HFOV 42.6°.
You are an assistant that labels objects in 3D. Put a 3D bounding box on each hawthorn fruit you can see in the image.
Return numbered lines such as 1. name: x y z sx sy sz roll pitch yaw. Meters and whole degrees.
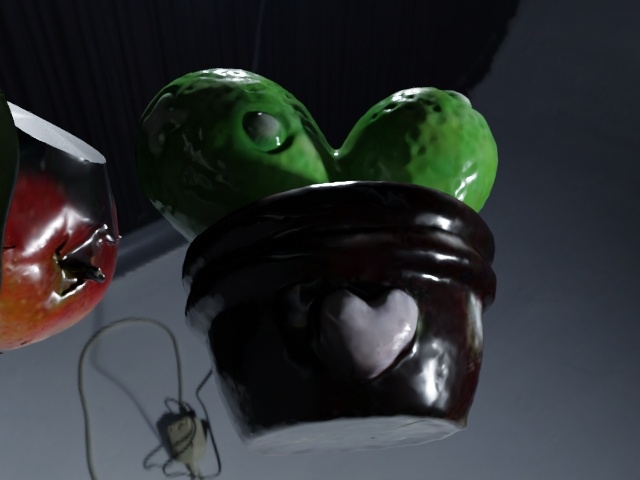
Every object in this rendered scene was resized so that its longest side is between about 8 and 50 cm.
1. hawthorn fruit: -0.383 -0.019 0.970 0.316 0.315 0.315 0 44 0

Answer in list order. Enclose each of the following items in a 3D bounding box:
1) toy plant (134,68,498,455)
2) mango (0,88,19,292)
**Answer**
1. toy plant: 0.000 0.000 0.478 0.218 0.175 0.235 -4 64 0
2. mango: -0.248 -0.035 0.503 0.086 0.122 0.190 -8 77 33
